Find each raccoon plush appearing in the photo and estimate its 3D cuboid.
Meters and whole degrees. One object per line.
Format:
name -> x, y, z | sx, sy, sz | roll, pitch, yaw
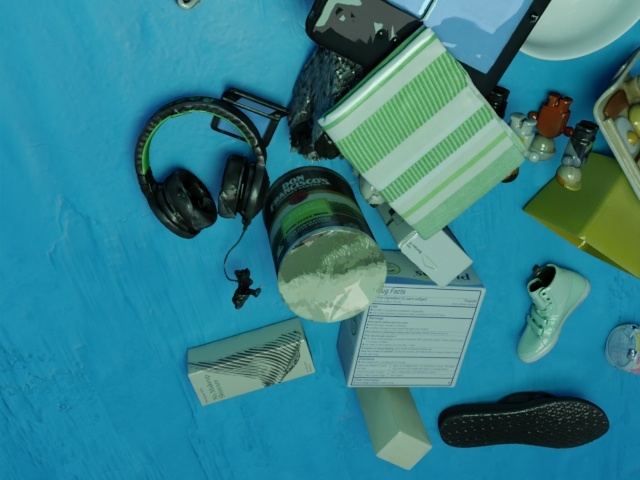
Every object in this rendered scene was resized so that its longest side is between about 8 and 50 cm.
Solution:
raccoon plush -> 0.136, -0.278, 1.241 | 0.299, 0.216, 0.446 | 10, 117, -25

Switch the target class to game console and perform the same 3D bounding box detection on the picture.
game console -> 0.205, -0.421, 1.047 | 0.342, 0.060, 0.386 | 19, 117, -24
game console -> -0.134, -0.231, 1.284 | 0.122, 0.107, 0.071 | 17, 86, -20

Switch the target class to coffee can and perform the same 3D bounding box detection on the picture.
coffee can -> 0.000, 0.000, 1.320 | 0.202, 0.275, 0.201 | -5, 120, -9

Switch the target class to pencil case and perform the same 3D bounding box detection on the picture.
pencil case -> 0.881, 0.296, 1.758 | 0.273, 0.113, 0.124 | 14, 96, -18

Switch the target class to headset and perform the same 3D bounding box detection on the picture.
headset -> -0.205, -0.069, 1.280 | 0.243, 0.185, 0.394 | -13, 118, 7

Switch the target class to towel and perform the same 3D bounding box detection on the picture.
towel -> 0.182, -0.172, 1.153 | 0.248, 0.038, 0.325 | -40, 123, 13

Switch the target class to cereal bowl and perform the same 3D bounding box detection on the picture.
cereal bowl -> 0.420, -0.494, 1.165 | 0.339, 0.141, 0.339 | -5, 124, -8

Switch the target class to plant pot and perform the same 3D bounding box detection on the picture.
plant pot -> 0.613, -0.069, 1.452 | 0.212, 0.212, 0.187 | 29, 98, -24

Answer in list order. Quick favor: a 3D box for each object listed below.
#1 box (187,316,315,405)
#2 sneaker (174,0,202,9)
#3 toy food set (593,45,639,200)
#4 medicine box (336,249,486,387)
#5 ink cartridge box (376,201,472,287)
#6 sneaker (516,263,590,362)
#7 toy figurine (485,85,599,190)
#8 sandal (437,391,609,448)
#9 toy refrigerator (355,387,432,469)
box -> -0.160, 0.278, 1.554 | 0.275, 0.094, 0.113 | -18, 122, -1
sneaker -> -0.192, -0.470, 1.127 | 0.071, 0.083, 0.190 | 19, 113, -19
toy food set -> 0.663, -0.212, 1.326 | 0.092, 0.220, 0.306 | -21, 108, 48
medicine box -> 0.196, 0.181, 1.536 | 0.263, 0.149, 0.289 | 3, 118, -13
ink cartridge box -> 0.207, -0.020, 1.387 | 0.087, 0.208, 0.153 | -42, 119, 13
sneaker -> 0.519, 0.168, 1.622 | 0.151, 0.094, 0.256 | 25, 102, -29
toy figurine -> 0.414, -0.196, 1.329 | 0.213, 0.209, 0.148 | 3, 124, -12
sandal -> 0.539, 0.465, 1.807 | 0.446, 0.107, 0.167 | -1, 122, 4
toy refrigerator -> 0.158, 0.396, 1.581 | 0.102, 0.269, 0.094 | 31, 109, -26
